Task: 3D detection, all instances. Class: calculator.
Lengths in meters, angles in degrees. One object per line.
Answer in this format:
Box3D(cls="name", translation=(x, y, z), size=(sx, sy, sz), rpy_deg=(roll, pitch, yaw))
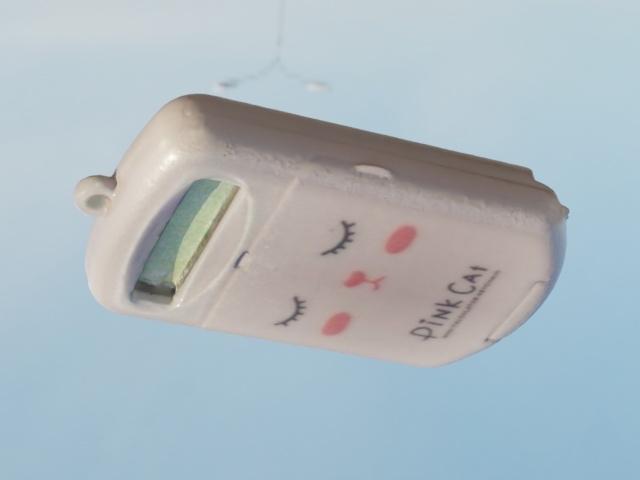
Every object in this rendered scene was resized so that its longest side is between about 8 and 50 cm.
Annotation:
Box3D(cls="calculator", translation=(0.000, 0.000, 0.561), size=(0.175, 0.100, 0.032), rpy_deg=(11, -131, -21))
